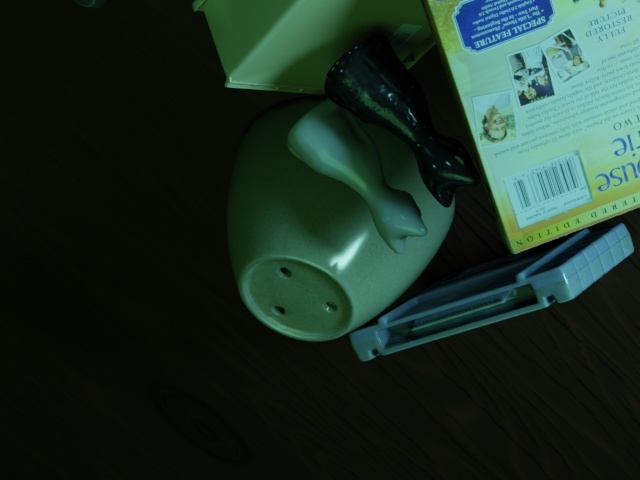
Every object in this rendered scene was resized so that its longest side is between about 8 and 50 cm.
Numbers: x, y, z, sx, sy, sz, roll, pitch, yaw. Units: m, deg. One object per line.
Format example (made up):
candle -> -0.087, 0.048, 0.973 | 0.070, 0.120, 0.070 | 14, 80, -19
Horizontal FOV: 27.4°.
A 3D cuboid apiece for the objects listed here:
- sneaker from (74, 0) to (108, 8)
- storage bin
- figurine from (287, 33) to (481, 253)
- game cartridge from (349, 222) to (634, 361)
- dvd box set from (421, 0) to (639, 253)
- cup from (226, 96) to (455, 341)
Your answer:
sneaker -> -0.267, -0.427, 1.635 | 0.101, 0.106, 0.267 | 27, 123, 33
storage bin -> 0.036, -0.292, 1.534 | 0.260, 0.123, 0.262 | -1, 153, -38
figurine -> 0.076, -0.100, 1.553 | 0.209, 0.092, 0.215 | 50, 146, 7
game cartridge -> 0.236, 0.069, 1.824 | 0.355, 0.230, 0.068 | -21, 97, 37
dvd box set -> 0.282, -0.226, 1.418 | 0.307, 0.062, 0.420 | -22, 112, 2
cup -> 0.000, 0.000, 1.842 | 0.331, 0.237, 0.331 | 13, 137, 12
